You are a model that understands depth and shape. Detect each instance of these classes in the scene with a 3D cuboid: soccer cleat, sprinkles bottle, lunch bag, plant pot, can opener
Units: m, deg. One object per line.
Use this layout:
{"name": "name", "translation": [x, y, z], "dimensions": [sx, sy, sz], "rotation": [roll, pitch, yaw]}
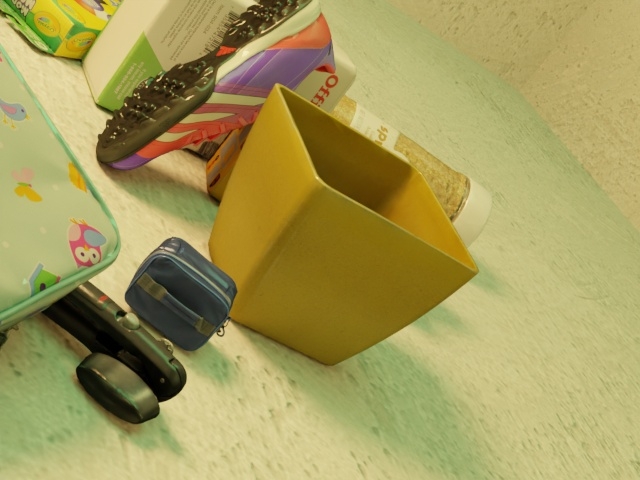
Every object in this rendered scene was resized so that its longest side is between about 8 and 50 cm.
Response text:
{"name": "soccer cleat", "translation": [-0.107, -0.159, 1.321], "dimensions": [0.109, 0.318, 0.116], "rotation": [19, -36, 49]}
{"name": "sprinkles bottle", "translation": [0.086, -0.113, 1.745], "dimensions": [0.355, 0.121, 0.121], "rotation": [32, 20, -19]}
{"name": "lunch bag", "translation": [-0.124, 0.052, 1.064], "dimensions": [0.098, 0.067, 0.065], "rotation": [38, 19, -8]}
{"name": "plant pot", "translation": [0.000, 0.000, 1.227], "dimensions": [0.212, 0.187, 0.212], "rotation": [29, 22, -29]}
{"name": "lunch bag", "translation": [-0.278, -0.052, 0.837], "dimensions": [0.279, 0.108, 0.224], "rotation": [59, 28, -1]}
{"name": "can opener", "translation": [-0.181, 0.065, 0.941], "dimensions": [0.186, 0.059, 0.073], "rotation": [44, 20, 13]}

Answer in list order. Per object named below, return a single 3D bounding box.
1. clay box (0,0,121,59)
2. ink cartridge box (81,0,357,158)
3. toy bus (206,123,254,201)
{"name": "clay box", "translation": [-0.312, -0.283, 1.495], "dimensions": [0.127, 0.053, 0.222], "rotation": [45, 19, 17]}
{"name": "ink cartridge box", "translation": [-0.123, -0.215, 1.465], "dimensions": [0.273, 0.198, 0.115], "rotation": [26, 22, -36]}
{"name": "toy bus", "translation": [0.022, -0.037, 1.473], "dimensions": [0.333, 0.108, 0.130], "rotation": [31, 21, -22]}
